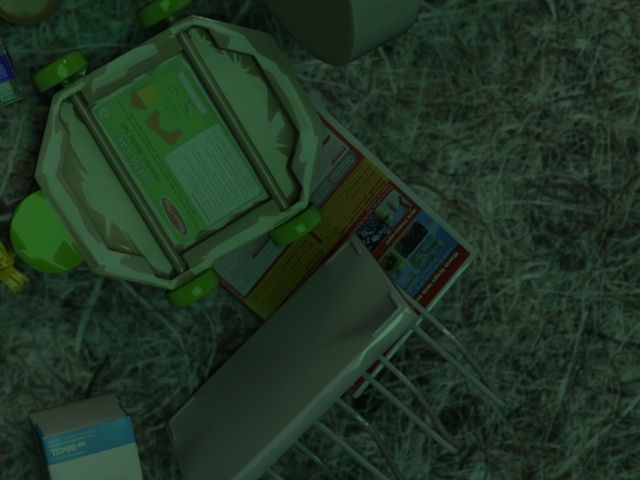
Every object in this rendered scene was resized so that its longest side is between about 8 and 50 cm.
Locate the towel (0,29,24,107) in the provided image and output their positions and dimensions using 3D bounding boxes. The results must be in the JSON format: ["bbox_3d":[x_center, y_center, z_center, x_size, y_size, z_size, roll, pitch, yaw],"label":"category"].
[{"bbox_3d":[-0.322,-0.164,1.674,0.060,0.009,0.083,-22,106,-14],"label":"towel"}]

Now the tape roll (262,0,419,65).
[{"bbox_3d":[-0.042,-0.336,1.533,0.072,0.392,0.392,-30,108,-10],"label":"tape roll"}]

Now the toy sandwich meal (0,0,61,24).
[{"bbox_3d":[-0.284,-0.241,1.663,0.086,0.029,0.085,-3,99,-22],"label":"toy sandwich meal"}]

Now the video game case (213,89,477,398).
[{"bbox_3d":[0.000,0.000,1.805,0.285,0.025,0.204,42,86,-20],"label":"video game case"}]

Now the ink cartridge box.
[{"bbox_3d":[-0.226,0.238,1.740,0.090,0.092,0.143,-13,104,-15],"label":"ink cartridge box"}]

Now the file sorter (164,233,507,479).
[{"bbox_3d":[0.015,0.175,1.735,0.278,0.193,0.173,-45,114,5],"label":"file sorter"}]

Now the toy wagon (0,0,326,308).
[{"bbox_3d":[-0.171,-0.068,1.696,0.344,0.068,0.267,-32,99,-6],"label":"toy wagon"}]
